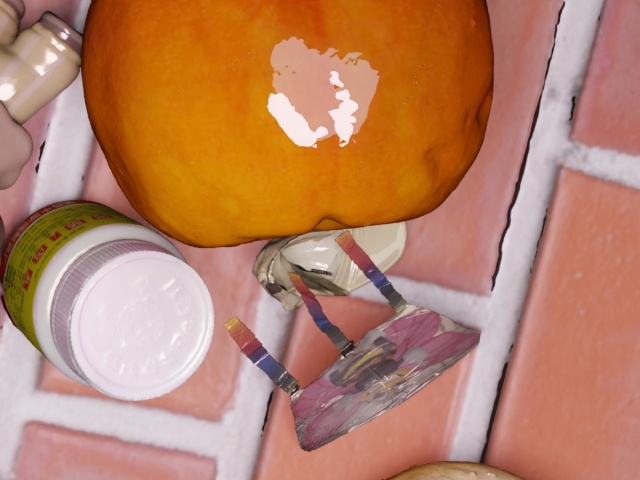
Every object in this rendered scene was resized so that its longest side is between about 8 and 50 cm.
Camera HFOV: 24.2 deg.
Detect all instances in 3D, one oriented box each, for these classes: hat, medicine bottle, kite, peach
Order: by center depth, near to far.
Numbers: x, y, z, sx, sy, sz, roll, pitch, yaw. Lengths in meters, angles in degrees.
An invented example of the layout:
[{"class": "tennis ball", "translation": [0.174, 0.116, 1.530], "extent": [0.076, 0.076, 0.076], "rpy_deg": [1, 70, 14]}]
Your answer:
[{"class": "peach", "translation": [-0.030, -0.152, 1.223], "extent": [0.343, 0.343, 0.301], "rpy_deg": [-8, 92, -12]}, {"class": "medicine bottle", "translation": [-0.182, 0.047, 1.254], "extent": [0.139, 0.225, 0.139], "rpy_deg": [-5, 102, -23]}, {"class": "kite", "translation": [0.025, 0.099, 1.287], "extent": [0.204, 0.360, 0.022], "rpy_deg": [-35, 62, 5]}, {"class": "hat", "translation": [0.007, 0.000, 1.363], "extent": [0.166, 0.081, 0.122], "rpy_deg": [-37, 145, -13]}]

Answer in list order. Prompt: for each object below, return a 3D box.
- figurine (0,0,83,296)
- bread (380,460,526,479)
[{"class": "figurine", "translation": [-0.328, -0.047, 1.206], "extent": [0.248, 0.203, 0.380], "rpy_deg": [36, 63, -12]}, {"class": "bread", "translation": [0.125, 0.351, 1.404], "extent": [0.306, 0.159, 0.305], "rpy_deg": [-1, 94, -14]}]
